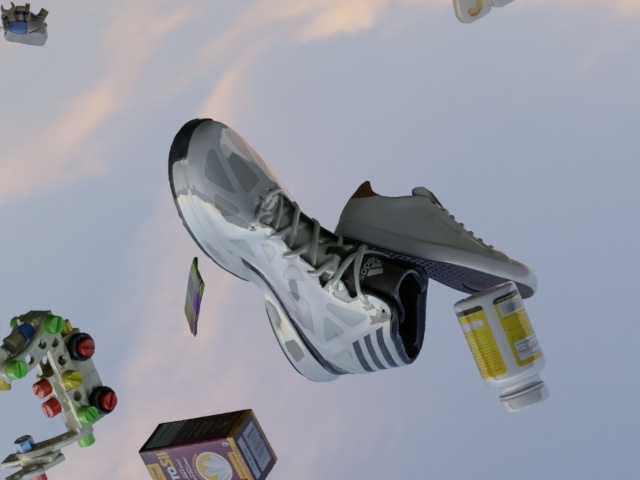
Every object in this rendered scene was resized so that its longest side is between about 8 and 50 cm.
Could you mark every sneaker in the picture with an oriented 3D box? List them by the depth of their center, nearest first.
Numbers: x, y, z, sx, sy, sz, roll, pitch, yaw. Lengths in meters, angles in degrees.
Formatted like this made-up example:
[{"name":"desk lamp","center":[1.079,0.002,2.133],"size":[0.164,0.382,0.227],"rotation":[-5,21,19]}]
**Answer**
[{"name":"sneaker","center":[0.001,0.000,1.880],"size":[0.257,0.447,0.169],"rotation":[-11,-147,43]},{"name":"sneaker","center":[0.171,-0.010,1.922],"size":[0.290,0.106,0.123],"rotation":[19,-112,6]}]

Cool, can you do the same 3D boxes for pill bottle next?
[{"name":"pill bottle","center":[0.177,0.103,1.331],"size":[0.065,0.116,0.065],"rotation":[-21,178,-1]}]

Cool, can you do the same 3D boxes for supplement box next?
[{"name":"supplement box","center":[-0.178,0.340,2.198],"size":[0.188,0.104,0.081],"rotation":[-14,-158,30]}]

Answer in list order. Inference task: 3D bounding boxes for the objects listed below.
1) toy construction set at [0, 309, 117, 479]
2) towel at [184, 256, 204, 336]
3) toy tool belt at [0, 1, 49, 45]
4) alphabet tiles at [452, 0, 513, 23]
[{"name":"toy construction set","center":[-0.460,0.250,2.279],"size":[0.151,0.328,0.215],"rotation":[13,-147,36]},{"name":"towel","center":[-0.153,0.068,1.690],"size":[0.009,0.083,0.060],"rotation":[2,-150,-17]},{"name":"toy tool belt","center":[-0.393,-0.284,1.801],"size":[0.052,0.083,0.051],"rotation":[-38,-129,56]},{"name":"alphabet tiles","center":[0.198,-0.413,1.653],"size":[0.284,0.278,0.021],"rotation":[-31,-151,-32]}]
